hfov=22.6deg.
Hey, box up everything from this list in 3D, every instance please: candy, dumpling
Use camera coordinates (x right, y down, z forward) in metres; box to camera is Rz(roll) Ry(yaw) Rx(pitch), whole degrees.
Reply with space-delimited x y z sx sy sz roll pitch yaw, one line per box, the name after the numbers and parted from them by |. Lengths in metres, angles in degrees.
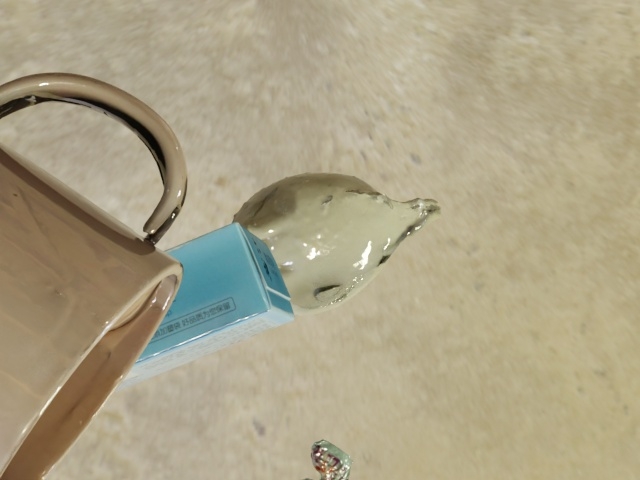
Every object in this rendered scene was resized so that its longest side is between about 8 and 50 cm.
-0.021 0.249 1.344 0.045 0.043 0.175 22 93 -32 | candy
0.000 0.000 1.617 0.247 0.172 0.142 -8 94 -1 | dumpling

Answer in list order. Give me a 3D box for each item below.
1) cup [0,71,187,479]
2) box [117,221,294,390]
-0.194 0.008 0.900 0.200 0.191 0.253 37 82 4 | cup
-0.147 0.069 1.325 0.232 0.142 0.083 -23 81 4 | box
